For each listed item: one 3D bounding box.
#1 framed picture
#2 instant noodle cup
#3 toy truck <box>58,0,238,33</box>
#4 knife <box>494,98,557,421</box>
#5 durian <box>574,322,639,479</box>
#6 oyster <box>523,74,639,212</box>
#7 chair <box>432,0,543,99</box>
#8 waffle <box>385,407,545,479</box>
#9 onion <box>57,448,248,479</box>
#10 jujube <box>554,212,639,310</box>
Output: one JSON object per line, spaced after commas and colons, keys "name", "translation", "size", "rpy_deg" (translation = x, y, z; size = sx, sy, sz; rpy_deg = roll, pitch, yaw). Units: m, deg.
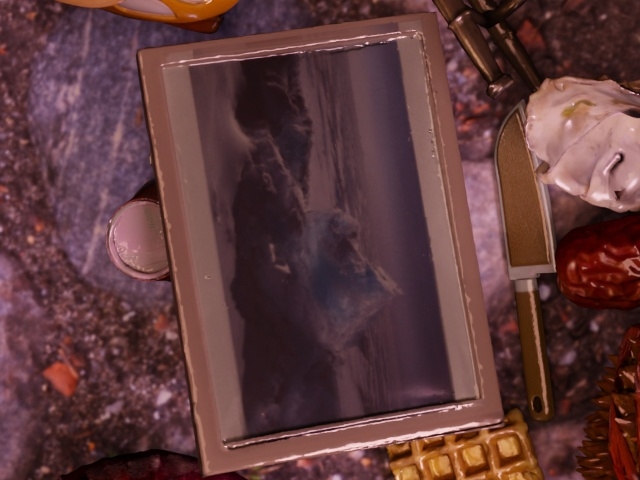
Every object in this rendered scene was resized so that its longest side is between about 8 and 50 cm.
{"name": "framed picture", "translation": [0.000, 0.000, 1.905], "size": [0.326, 0.028, 0.446], "rpy_deg": [-9, 87, -12]}
{"name": "instant noodle cup", "translation": [-0.168, -0.006, 1.966], "size": [0.127, 0.136, 0.127], "rpy_deg": [1, 96, 11]}
{"name": "toy truck", "translation": [-0.205, -0.336, 1.905], "size": [0.288, 0.211, 0.204], "rpy_deg": [18, 100, 12]}
{"name": "knife", "translation": [0.227, 0.022, 1.952], "size": [0.061, 0.027, 0.343], "rpy_deg": [-6, 94, 37]}
{"name": "durian", "translation": [0.427, 0.209, 1.787], "size": [0.384, 0.347, 0.347], "rpy_deg": [-33, 89, 6]}
{"name": "oyster", "translation": [0.365, -0.149, 1.830], "size": [0.351, 0.238, 0.115], "rpy_deg": [-35, 63, -6]}
{"name": "chair", "translation": [0.182, -0.400, 1.767], "size": [0.362, 0.364, 0.410], "rpy_deg": [-44, 82, 12]}
{"name": "waffle", "translation": [0.164, 0.260, 1.976], "size": [0.160, 0.055, 0.210], "rpy_deg": [-17, 91, 12]}
{"name": "onion", "translation": [-0.139, 0.361, 1.933], "size": [0.260, 0.282, 0.336], "rpy_deg": [-31, 80, -8]}
{"name": "jujube", "translation": [0.329, 0.019, 1.891], "size": [0.176, 0.112, 0.109], "rpy_deg": [-4, 56, 15]}
